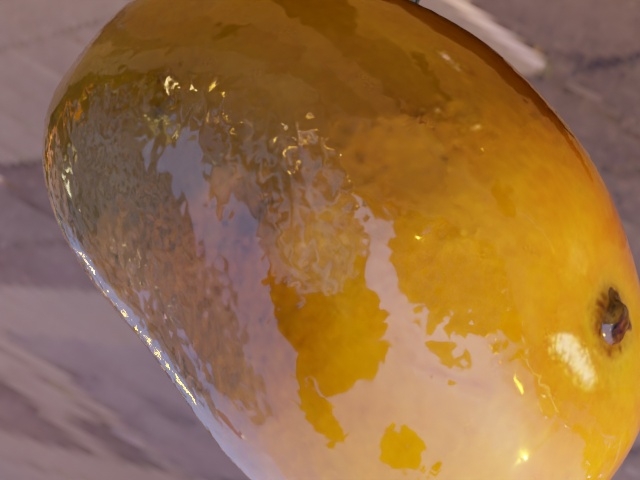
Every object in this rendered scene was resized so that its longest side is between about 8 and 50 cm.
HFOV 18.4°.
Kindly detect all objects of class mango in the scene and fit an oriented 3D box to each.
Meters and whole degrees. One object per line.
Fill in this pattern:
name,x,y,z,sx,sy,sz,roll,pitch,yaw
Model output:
mango,0.005,-0.003,0.686,0.254,0.175,0.139,44,-148,20

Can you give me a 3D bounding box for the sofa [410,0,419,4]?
sofa,0.110,-0.218,0.860,0.258,0.200,0.182,-9,142,-25
